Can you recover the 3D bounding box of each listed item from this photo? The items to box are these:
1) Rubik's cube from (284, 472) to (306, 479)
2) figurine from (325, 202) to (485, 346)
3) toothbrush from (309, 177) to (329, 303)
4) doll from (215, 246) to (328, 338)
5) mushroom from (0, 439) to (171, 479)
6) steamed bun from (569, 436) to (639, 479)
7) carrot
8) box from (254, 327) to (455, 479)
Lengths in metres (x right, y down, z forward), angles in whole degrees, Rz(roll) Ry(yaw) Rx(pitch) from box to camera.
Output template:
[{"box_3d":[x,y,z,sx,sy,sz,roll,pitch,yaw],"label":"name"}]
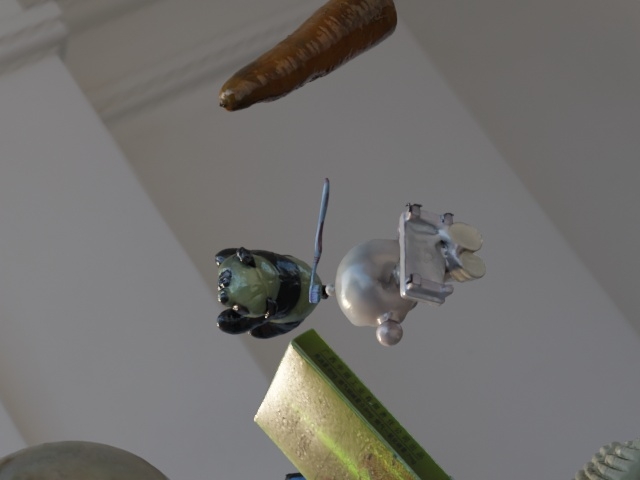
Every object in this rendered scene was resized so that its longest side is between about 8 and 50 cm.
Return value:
[{"box_3d":[0.047,0.400,1.687,0.161,0.162,0.163,-7,-26,8],"label":"Rubik's cube"},{"box_3d":[0.102,0.056,1.764,0.145,0.181,0.257,-4,-19,-34],"label":"figurine"},{"box_3d":[0.000,0.000,1.896,0.019,0.193,0.013,3,-6,36],"label":"toothbrush"},{"box_3d":[-0.092,0.077,2.020,0.135,0.143,0.234,-16,-16,30],"label":"doll"},{"box_3d":[-0.236,0.335,1.197,0.297,0.297,0.290,-34,0,-3],"label":"mushroom"},{"box_3d":[0.418,0.430,1.635,0.367,0.255,0.342,-53,-3,-4],"label":"steamed bun"},{"box_3d":[-0.016,-0.160,1.076,0.210,0.061,0.061,-39,-9,-37],"label":"carrot"},{"box_3d":[0.055,0.264,1.435,0.043,0.311,0.173,-28,-26,-37],"label":"box"}]
